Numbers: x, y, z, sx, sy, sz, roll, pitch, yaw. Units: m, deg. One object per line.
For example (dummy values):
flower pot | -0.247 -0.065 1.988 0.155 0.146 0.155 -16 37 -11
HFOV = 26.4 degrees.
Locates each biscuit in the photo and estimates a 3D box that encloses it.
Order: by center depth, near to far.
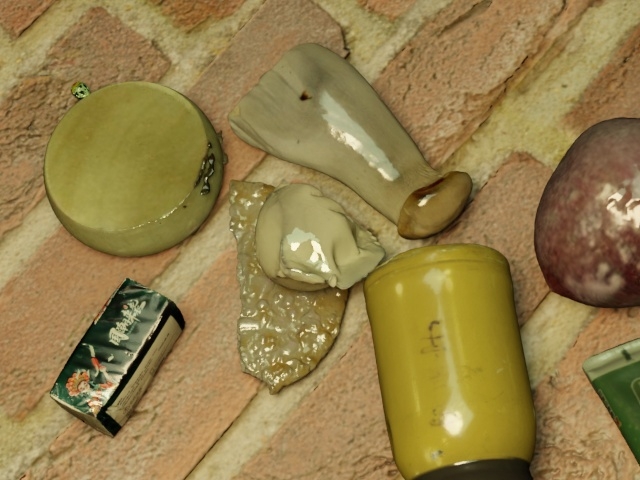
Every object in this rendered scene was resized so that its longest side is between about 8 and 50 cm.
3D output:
biscuit | -0.036 0.050 1.658 0.141 0.038 0.289 -7 64 2

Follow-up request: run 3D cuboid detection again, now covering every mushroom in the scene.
mushroom | 0.040 -0.112 1.686 0.329 0.122 0.159 42 116 24

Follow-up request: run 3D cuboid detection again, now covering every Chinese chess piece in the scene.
Chinese chess piece | -0.233 -0.088 1.724 0.238 0.092 0.237 -4 65 9

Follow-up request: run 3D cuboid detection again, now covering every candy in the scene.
candy | -0.296 -0.186 1.820 0.083 0.025 0.023 29 63 8

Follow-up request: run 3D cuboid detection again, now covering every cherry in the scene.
cherry | 0.358 -0.035 1.547 0.266 0.183 0.213 -49 58 5

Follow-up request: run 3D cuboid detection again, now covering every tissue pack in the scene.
tissue pack | -0.240 0.139 1.623 0.090 0.103 0.170 27 74 13

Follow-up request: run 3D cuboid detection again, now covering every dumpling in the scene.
dumpling | 0.001 -0.004 1.606 0.155 0.111 0.181 12 57 -11

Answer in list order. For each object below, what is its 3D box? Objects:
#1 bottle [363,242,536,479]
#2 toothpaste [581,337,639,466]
bottle | 0.150 0.194 1.490 0.172 0.171 0.351 -10 66 6
toothpaste | 0.403 0.283 1.469 0.099 0.061 0.392 -21 62 1
